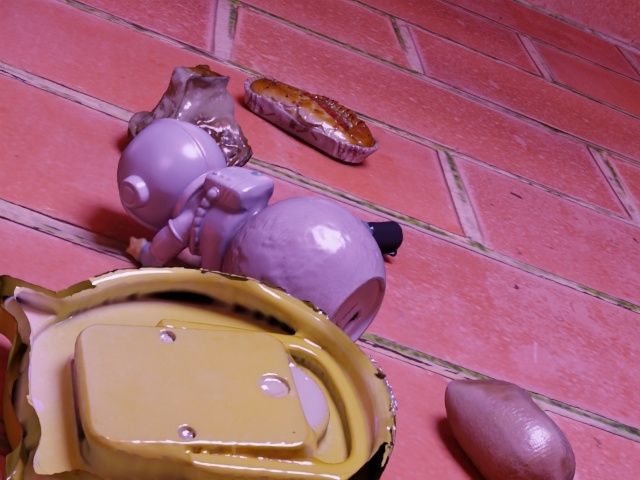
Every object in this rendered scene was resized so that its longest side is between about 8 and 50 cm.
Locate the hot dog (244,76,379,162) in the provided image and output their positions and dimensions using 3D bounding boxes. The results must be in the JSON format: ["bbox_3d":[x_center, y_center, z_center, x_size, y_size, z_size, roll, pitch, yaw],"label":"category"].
[{"bbox_3d":[-0.010,-0.157,1.700,0.192,0.053,0.099,31,26,19],"label":"hot dog"}]

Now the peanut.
[{"bbox_3d":[0.158,0.166,1.136,0.076,0.076,0.152,6,31,-38],"label":"peanut"}]

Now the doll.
[{"bbox_3d":[-0.075,-0.012,1.187,0.287,0.151,0.151,37,25,26],"label":"doll"}]

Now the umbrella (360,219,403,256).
[{"bbox_3d":[0.000,-0.002,1.364,0.052,0.053,0.250,39,28,32],"label":"umbrella"}]

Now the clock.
[{"bbox_3d":[-0.092,0.125,0.962,0.293,0.071,0.277,7,35,-13],"label":"clock"}]

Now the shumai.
[{"bbox_3d":[-0.130,-0.128,1.425,0.145,0.116,0.145,23,23,-10],"label":"shumai"}]
